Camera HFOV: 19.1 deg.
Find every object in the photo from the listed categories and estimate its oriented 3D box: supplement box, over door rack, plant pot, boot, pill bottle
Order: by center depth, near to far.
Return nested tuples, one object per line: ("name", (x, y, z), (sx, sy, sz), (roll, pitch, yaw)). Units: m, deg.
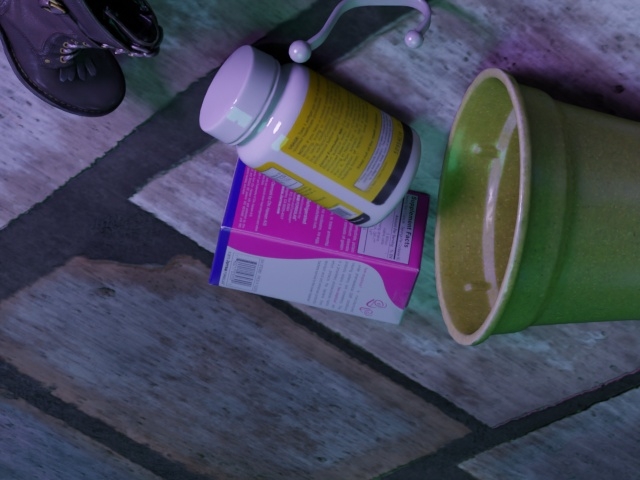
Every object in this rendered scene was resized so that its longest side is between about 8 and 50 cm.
("over door rack", (-0.050, -0.282, 1.736), (0.324, 0.108, 0.239), (9, 143, 2))
("boot", (-0.226, -0.199, 1.826), (0.229, 0.091, 0.263), (16, 155, 48))
("plant pot", (0.274, -0.022, 1.905), (0.254, 0.276, 0.276), (6, 145, -13))
("pill bottle", (-0.011, -0.108, 1.949), (0.208, 0.119, 0.119), (29, 140, -23))
("supplement box", (0.000, 0.000, 2.096), (0.220, 0.114, 0.111), (14, 143, -2))
